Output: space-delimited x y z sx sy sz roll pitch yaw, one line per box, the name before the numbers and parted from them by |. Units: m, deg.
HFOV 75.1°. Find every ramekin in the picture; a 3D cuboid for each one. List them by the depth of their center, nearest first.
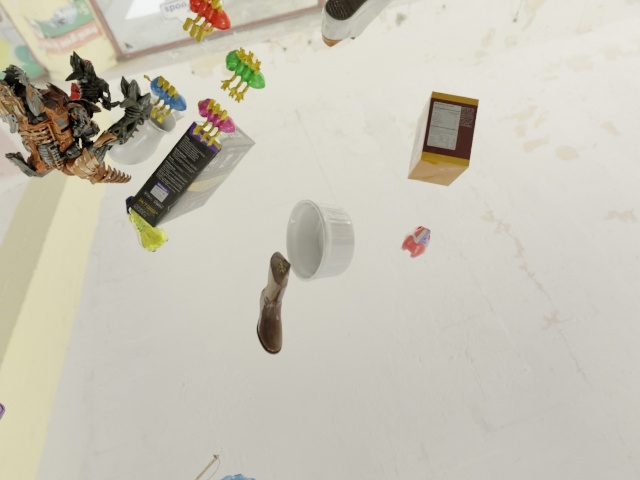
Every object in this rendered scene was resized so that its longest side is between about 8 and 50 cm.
ramekin | 0.000 0.000 1.426 0.135 0.277 0.277 -1 -141 -30

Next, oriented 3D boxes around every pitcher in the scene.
pitcher | -0.491 -0.303 1.175 0.207 0.126 0.178 -24 -167 26

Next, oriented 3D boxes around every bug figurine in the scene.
bug figurine | -0.220 -0.320 0.796 0.216 0.279 0.072 44 -147 -2

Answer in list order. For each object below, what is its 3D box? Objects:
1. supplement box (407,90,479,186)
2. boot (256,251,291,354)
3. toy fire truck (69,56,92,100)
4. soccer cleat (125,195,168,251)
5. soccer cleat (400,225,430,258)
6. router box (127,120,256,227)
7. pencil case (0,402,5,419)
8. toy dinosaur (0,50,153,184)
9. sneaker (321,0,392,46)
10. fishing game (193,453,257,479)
supplement box | 0.342 -0.281 1.181 0.128 0.191 0.194 11 -98 2
boot | -0.061 0.085 0.568 0.037 0.114 0.107 1 -128 -22
toy fire truck | -0.742 -0.489 1.285 0.047 0.135 0.192 9 -168 -32
soccer cleat | -0.587 -0.059 1.372 0.093 0.121 0.289 -36 -138 -12
soccer cleat | 0.301 -0.005 1.260 0.083 0.248 0.095 43 -73 10
router box | -0.296 -0.171 1.017 0.243 0.081 0.309 -46 -174 13
pencil case | -0.634 0.358 0.742 0.064 0.070 0.152 32 -87 14
toy dinosaur | -0.418 -0.188 0.714 0.164 0.322 0.219 32 -106 -11
sneaker | 0.101 -0.592 1.044 0.290 0.123 0.106 -42 -96 -19
fishing game | -0.175 0.605 0.908 0.264 0.041 0.189 35 -163 7
